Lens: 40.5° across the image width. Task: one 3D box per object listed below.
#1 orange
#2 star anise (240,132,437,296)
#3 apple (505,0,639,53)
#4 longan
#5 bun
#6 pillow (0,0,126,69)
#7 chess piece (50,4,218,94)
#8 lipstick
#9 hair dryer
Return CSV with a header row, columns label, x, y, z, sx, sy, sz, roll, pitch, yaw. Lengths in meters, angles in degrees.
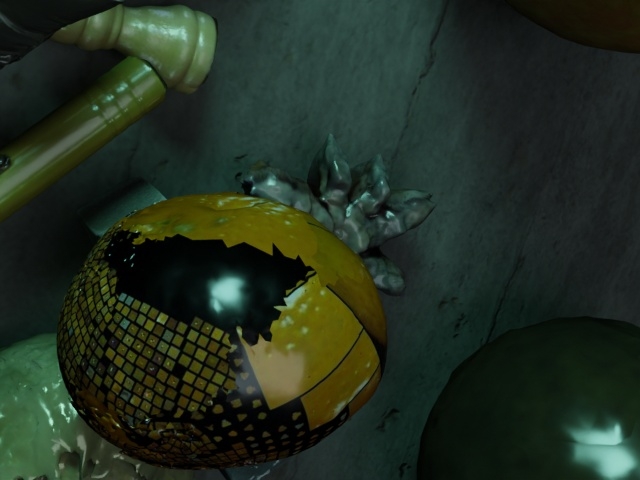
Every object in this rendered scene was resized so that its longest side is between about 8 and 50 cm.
label,x,y,z,sx,sy,sz,roll,pitch,yaw
orange,-0.064,0.060,0.610,0.234,0.234,0.182,2,98,-34
star anise,0.000,0.000,0.801,0.229,0.093,0.236,-46,130,-9
apple,0.299,-0.347,0.686,0.391,0.346,0.391,-12,112,-32
longan,0.301,0.268,0.938,0.391,0.391,0.391,-14,118,-28
bun,-0.219,0.207,0.715,0.259,0.152,0.259,-15,121,-27
pillow,-0.278,-0.200,0.459,0.228,0.101,0.326,-25,133,29
chess piece,-0.145,-0.160,0.656,0.122,0.066,0.066,15,102,-32
lipstick,-0.116,0.094,0.782,0.066,0.068,0.317,-32,125,-17
hair dryer,-0.224,-0.029,0.613,0.278,0.090,0.135,-40,156,-13
